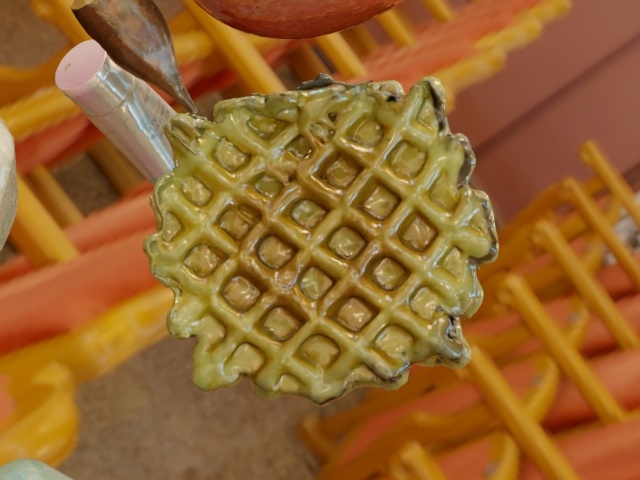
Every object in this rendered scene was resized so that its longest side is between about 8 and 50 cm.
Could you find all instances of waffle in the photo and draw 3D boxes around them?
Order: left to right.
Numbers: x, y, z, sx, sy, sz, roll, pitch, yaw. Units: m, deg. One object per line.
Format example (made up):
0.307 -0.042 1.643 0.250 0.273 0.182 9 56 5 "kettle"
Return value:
0.000 0.000 1.481 0.073 0.317 0.297 -55 138 -87 "waffle"

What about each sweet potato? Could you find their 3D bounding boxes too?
-0.120 -0.131 1.106 0.117 0.049 0.049 52 21 -14 "sweet potato"

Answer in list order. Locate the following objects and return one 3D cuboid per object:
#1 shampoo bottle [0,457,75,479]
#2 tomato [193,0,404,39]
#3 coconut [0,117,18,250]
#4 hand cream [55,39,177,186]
-0.279 0.399 2.049 0.349 0.222 0.151 32 -16 -14 "shampoo bottle"
-0.012 -0.308 1.154 0.321 0.321 0.321 45 23 -25 "tomato"
-0.353 -0.058 1.231 0.234 0.224 0.224 31 30 -37 "coconut"
-0.174 -0.101 1.833 0.312 0.070 0.111 44 49 -43 "hand cream"
